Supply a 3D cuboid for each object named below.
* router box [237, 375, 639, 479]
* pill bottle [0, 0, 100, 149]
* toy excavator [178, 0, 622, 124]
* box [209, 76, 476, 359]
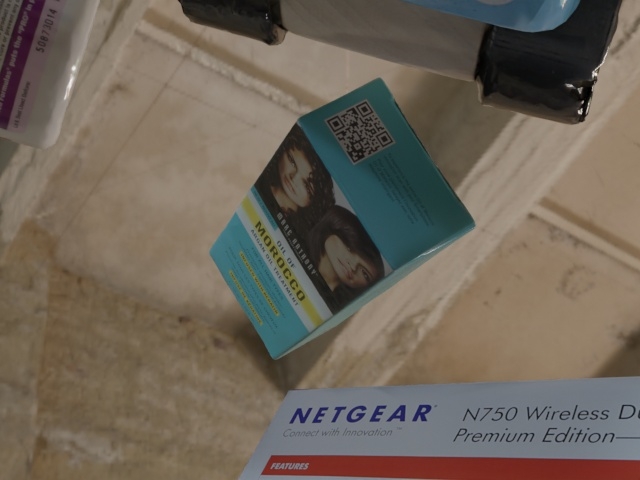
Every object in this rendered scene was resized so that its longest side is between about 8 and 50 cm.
[{"bbox_3d":[0.071,0.183,0.325,0.335,0.301,0.082,-8,-54,38],"label":"router box"},{"bbox_3d":[-0.353,-0.198,0.817,0.302,0.169,0.169,17,-53,-17],"label":"pill bottle"},{"bbox_3d":[0.042,-0.224,0.354,0.222,0.433,0.445,18,-31,11],"label":"toy excavator"},{"bbox_3d":[0.000,0.000,0.621,0.060,0.100,0.244,-29,-7,-24],"label":"box"}]
